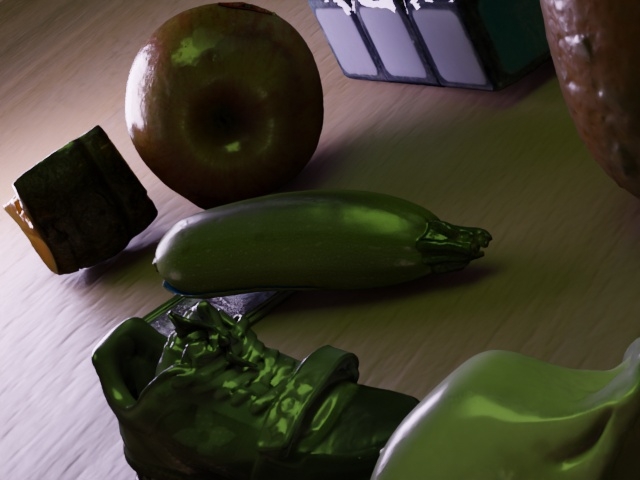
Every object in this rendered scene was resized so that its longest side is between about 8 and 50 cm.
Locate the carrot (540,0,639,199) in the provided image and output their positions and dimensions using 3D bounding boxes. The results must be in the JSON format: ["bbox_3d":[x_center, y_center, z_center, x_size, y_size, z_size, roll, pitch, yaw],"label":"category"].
[{"bbox_3d":[0.267,-0.195,1.125,0.224,0.340,0.224,-22,23,10],"label":"carrot"}]

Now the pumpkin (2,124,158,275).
[{"bbox_3d":[-0.262,-0.033,1.650,0.131,0.126,0.248,-39,6,-9],"label":"pumpkin"}]

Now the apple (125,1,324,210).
[{"bbox_3d":[-0.097,-0.141,1.575,0.211,0.211,0.188,-25,21,3],"label":"apple"}]

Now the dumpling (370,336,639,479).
[{"bbox_3d":[0.109,0.136,0.907,0.252,0.131,0.179,-42,-3,19],"label":"dumpling"}]

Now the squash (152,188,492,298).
[{"bbox_3d":[0.000,0.000,1.313,0.341,0.094,0.094,-5,31,32],"label":"squash"}]

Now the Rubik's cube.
[{"bbox_3d":[0.159,-0.390,1.645,0.359,0.363,0.362,-33,25,-21],"label":"Rubik's cube"}]

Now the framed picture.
[{"bbox_3d":[-0.100,0.062,1.392,0.183,0.011,0.142,-35,25,-20],"label":"framed picture"}]

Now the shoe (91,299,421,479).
[{"bbox_3d":[-0.053,0.108,1.069,0.293,0.149,0.109,-7,29,41],"label":"shoe"}]
